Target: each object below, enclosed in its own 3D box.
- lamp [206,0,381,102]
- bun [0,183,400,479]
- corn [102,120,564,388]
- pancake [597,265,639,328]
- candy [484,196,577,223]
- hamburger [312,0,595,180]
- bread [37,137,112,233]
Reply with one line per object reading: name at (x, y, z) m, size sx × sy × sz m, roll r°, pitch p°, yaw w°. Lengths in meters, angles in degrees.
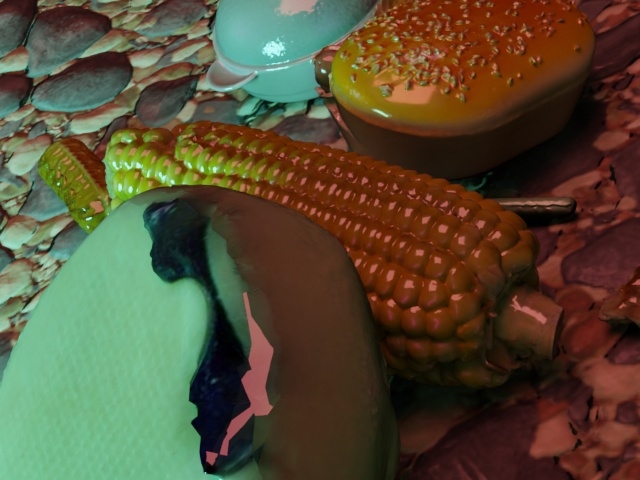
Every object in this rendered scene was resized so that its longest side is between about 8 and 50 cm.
lamp at (-0.011, -0.228, 1.147) m, size 0.179 × 0.108 × 0.246 m, roll -5°, pitch 42°, yaw 21°
bun at (-0.057, 0.122, 0.701) m, size 0.293 × 0.187 × 0.293 m, roll -29°, pitch 48°, yaw 39°
corn at (0.000, 0.000, 0.812) m, size 0.347 × 0.130 × 0.130 m, roll 21°, pitch 57°, yaw 27°
pancake at (0.289, 0.017, 0.729) m, size 0.244 × 0.057 × 0.266 m, roll -11°, pitch 35°, yaw 35°
candy at (0.029, -0.027, 0.923) m, size 0.323 × 0.097 × 0.097 m, roll 2°, pitch 45°, yaw 22°
hamburger at (0.100, -0.127, 0.923) m, size 0.210 × 0.116 × 0.173 m, roll -26°, pitch 33°, yaw -30°
bread at (-0.210, -0.049, 1.108) m, size 0.052 × 0.044 × 0.157 m, roll -38°, pitch 37°, yaw -9°
